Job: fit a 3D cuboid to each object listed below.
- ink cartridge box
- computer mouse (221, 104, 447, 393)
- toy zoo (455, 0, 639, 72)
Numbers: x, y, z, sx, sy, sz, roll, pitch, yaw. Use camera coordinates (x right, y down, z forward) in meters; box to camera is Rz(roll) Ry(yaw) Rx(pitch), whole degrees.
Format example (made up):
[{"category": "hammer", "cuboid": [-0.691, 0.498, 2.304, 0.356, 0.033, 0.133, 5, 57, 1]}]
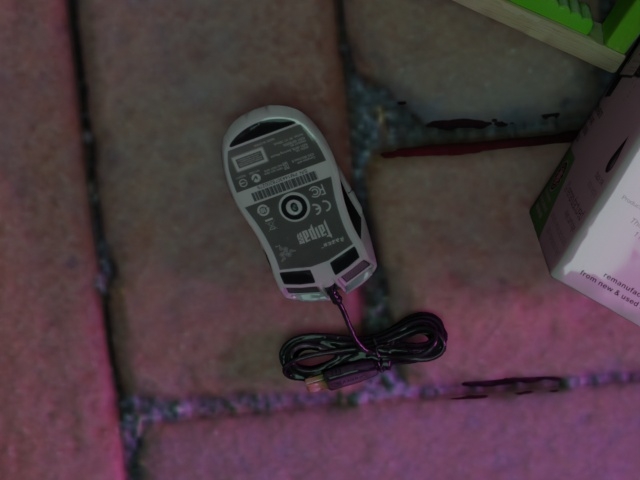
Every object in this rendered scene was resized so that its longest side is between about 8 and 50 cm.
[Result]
[{"category": "ink cartridge box", "cuboid": [0.218, -0.069, 0.985, 0.092, 0.160, 0.219, 29, 103, -5]}, {"category": "computer mouse", "cuboid": [0.000, 0.000, 1.075, 0.106, 0.042, 0.193, -18, 109, 12]}, {"category": "toy zoo", "cuboid": [0.154, -0.244, 0.941, 0.192, 0.030, 0.293, 23, 125, -14]}]
